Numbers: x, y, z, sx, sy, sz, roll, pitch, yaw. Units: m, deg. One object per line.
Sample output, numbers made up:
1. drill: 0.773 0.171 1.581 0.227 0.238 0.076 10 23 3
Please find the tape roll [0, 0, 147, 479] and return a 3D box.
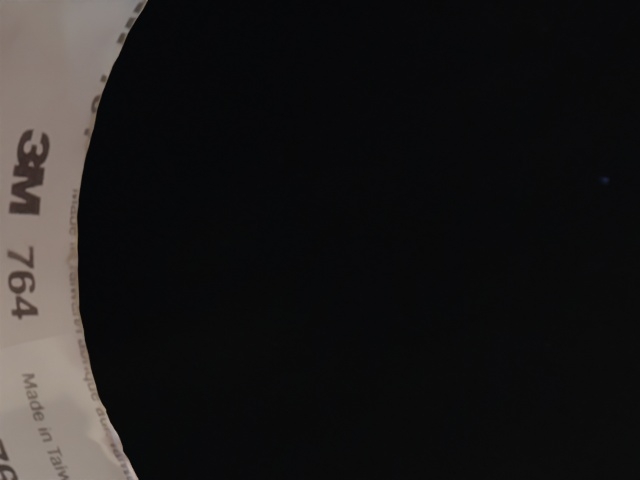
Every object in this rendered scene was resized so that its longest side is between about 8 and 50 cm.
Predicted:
1. tape roll: 0.000 0.000 0.332 0.077 0.321 0.321 1 -79 -58
